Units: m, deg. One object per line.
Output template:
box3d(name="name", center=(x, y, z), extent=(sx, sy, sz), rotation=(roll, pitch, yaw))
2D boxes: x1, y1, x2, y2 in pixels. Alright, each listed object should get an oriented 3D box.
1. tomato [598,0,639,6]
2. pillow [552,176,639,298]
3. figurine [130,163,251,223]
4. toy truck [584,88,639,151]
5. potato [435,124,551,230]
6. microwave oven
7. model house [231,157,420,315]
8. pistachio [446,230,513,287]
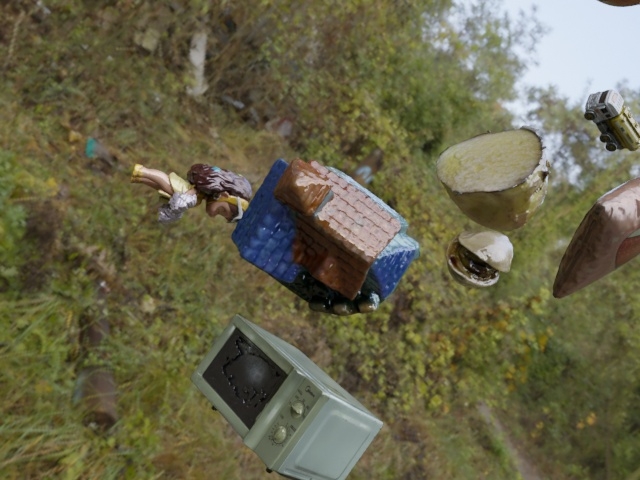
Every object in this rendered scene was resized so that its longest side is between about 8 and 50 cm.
box3d(name="tomato", center=(0.518, -0.467, 1.107), extent=(0.155, 0.214, 0.181), rotation=(46, -9, 29))
box3d(name="pillow", center=(0.464, -0.024, 1.052), extent=(0.084, 0.236, 0.223), rotation=(51, -22, 28))
box3d(name="figurine", center=(-0.258, -0.097, 1.399), extent=(0.240, 0.116, 0.174), rotation=(3, -9, -20))
box3d(name="toy truck", center=(0.525, -0.212, 1.237), extent=(0.123, 0.052, 0.063), rotation=(45, -33, -23))
box3d(name="potato", center=(0.474, -0.129, 1.815), extent=(0.237, 0.300, 0.289), rotation=(59, 39, -34))
box3d(name="microwave oven", center=(-0.087, 0.377, 1.590), extent=(0.355, 0.218, 0.286), rotation=(33, -5, 44))
box3d(name="model house", center=(0.000, 0.000, 1.194), extent=(0.295, 0.252, 0.329), rotation=(37, 3, 10))
box3d(name="pistachio", center=(0.328, 0.034, 1.446), extent=(0.131, 0.129, 0.206), rotation=(43, 20, 17))
